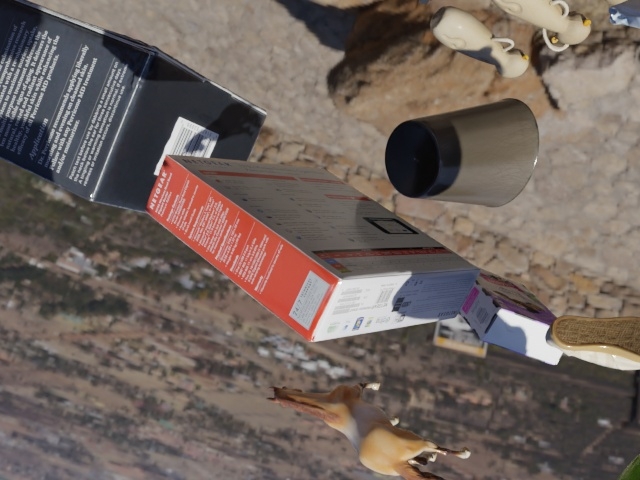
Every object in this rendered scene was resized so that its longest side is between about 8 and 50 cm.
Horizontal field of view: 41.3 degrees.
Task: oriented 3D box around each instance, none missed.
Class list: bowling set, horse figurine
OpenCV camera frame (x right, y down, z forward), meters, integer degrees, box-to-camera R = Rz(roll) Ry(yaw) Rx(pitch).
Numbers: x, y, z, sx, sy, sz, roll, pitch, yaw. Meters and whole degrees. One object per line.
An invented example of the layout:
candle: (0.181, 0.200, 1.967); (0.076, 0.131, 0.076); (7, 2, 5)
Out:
bowling set: (0.288, -0.348, 1.075); (0.154, 0.199, 0.287); (24, 163, -24)
horse figurine: (0.076, 0.245, 1.082); (0.175, 0.066, 0.263); (11, -162, -46)

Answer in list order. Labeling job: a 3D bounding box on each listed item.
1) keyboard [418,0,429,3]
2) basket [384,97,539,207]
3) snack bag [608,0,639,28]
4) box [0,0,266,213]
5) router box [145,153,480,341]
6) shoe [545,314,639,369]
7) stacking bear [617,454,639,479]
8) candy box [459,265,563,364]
keyboard: (0.206, -0.453, 1.415); (0.023, 0.108, 0.180); (23, 165, -5)
basket: (0.233, -0.141, 1.441); (0.227, 0.154, 0.204); (-8, 129, -38)
snack bag: (0.514, -0.245, 0.820); (0.323, 0.343, 0.037); (49, 163, 55)
box: (-0.446, -0.259, 1.717); (0.472, 0.297, 0.480); (26, -176, 21)
router box: (0.000, 0.000, 1.095); (0.301, 0.082, 0.335); (35, -159, 31)
shoe: (0.458, 0.159, 1.325); (0.219, 0.076, 0.058); (9, 150, 0)
stacking bear: (0.339, 0.216, 0.702); (0.164, 0.289, 0.175); (31, -177, -7)
candy box: (0.328, 0.125, 1.523); (0.165, 0.070, 0.196); (19, -162, -23)
